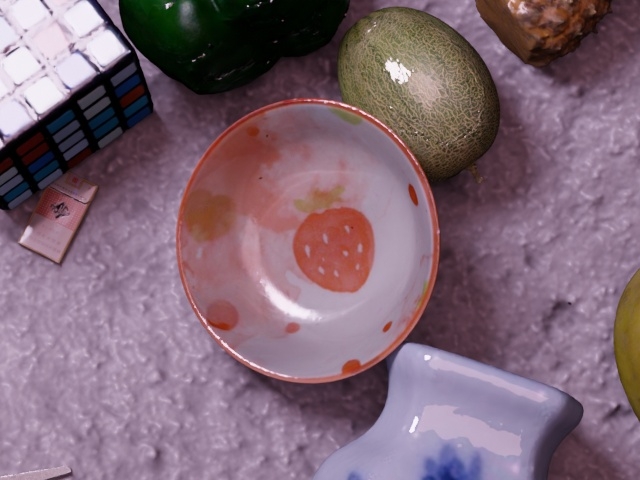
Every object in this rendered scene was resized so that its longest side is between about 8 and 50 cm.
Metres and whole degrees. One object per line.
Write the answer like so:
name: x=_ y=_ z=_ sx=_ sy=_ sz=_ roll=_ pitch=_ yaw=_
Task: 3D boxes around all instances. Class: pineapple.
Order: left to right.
pineapple: x=0.267 y=-0.278 z=1.728 sx=0.248 sy=0.128 sz=0.128 roll=-39 pitch=86 yaw=-9

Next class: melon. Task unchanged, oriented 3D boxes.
melon: x=0.096 y=-0.132 z=1.694 sx=0.139 sy=0.139 sz=0.192 roll=-35 pitch=87 yaw=-5

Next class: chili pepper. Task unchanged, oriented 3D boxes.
chili pepper: x=-0.091 y=-0.276 z=1.652 sx=0.233 sy=0.256 sz=0.249 roll=-23 pitch=86 yaw=8

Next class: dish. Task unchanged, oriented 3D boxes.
dish: x=0.000 y=0.000 z=1.680 sx=0.260 sy=0.085 sz=0.260 roll=0 pitch=90 yaw=22

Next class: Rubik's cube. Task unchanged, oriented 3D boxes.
Rubik's cube: x=-0.281 y=-0.161 z=1.656 sx=0.182 sy=0.187 sz=0.184 roll=-36 pitch=83 yaw=-6

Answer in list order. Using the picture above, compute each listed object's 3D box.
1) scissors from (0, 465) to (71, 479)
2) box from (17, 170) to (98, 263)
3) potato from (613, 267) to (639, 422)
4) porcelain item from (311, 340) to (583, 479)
scissors: x=-0.328 y=0.236 z=1.700 sx=0.189 sy=0.015 sz=0.100 roll=-12 pitch=85 yaw=-5
box: x=-0.252 y=-0.025 z=1.732 sx=0.046 sy=0.012 sz=0.083 roll=26 pitch=84 yaw=2
potato: x=0.373 y=0.107 z=1.668 sx=0.197 sy=0.148 sz=0.228 roll=-43 pitch=78 yaw=19
porcelain item: x=0.087 y=0.306 z=1.621 sx=0.242 sy=0.178 sz=0.405 roll=19 pitch=82 yaw=1
